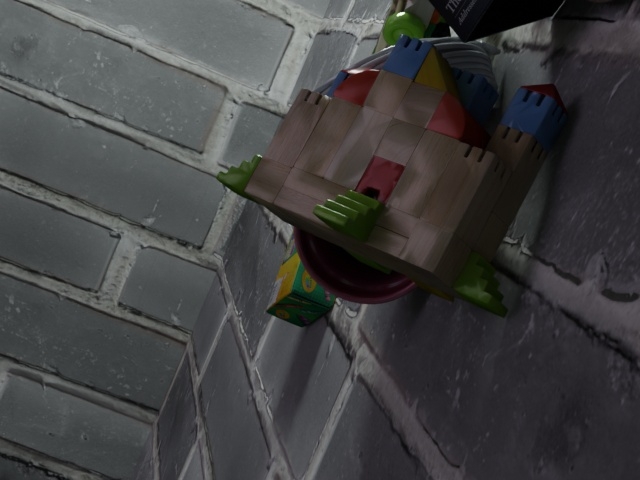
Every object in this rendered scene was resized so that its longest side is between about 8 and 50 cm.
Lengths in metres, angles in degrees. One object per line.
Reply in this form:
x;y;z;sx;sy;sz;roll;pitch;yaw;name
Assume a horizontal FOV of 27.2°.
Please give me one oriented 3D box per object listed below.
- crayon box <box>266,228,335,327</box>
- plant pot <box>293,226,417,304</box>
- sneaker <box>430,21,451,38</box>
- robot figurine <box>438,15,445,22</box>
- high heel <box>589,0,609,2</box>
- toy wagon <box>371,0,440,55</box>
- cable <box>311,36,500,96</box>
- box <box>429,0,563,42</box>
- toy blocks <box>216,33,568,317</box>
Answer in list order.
0.000;0.000;2.342;0.165;0.081;0.278;140;150;-68;crayon box
0.075;-0.029;1.794;0.201;0.201;0.180;-66;-5;13;plant pot
0.175;-0.276;2.113;0.097;0.084;0.235;89;-170;-45;sneaker
0.204;-0.393;2.101;0.115;0.067;0.101;-43;42;-15;robot figurine
0.365;-0.374;1.351;0.181;0.127;0.377;-40;-3;-17;high heel
0.120;-0.320;1.940;0.344;0.068;0.267;116;173;-53;toy wagon
0.107;-0.185;1.754;0.257;0.089;0.257;-24;-10;24;cable
0.207;-0.470;1.550;0.179;0.312;0.343;-21;-24;-37;box
0.098;-0.107;1.511;0.381;0.190;0.261;23;81;37;toy blocks
